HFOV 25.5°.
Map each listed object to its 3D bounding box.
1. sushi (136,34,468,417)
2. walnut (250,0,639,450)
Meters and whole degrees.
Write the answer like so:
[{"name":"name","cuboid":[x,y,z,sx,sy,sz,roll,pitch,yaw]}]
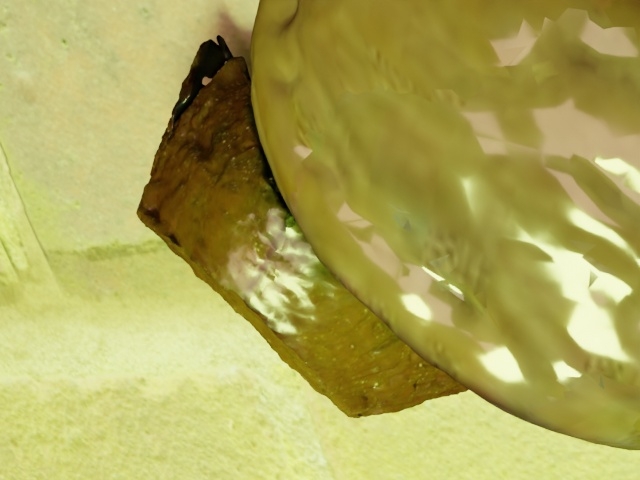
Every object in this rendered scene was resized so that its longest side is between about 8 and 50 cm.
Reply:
[{"name":"sushi","cuboid":[0.000,0.001,0.893,0.287,0.140,0.149,43,168,5]},{"name":"walnut","cuboid":[0.127,-0.067,0.670,0.344,0.306,0.306,36,130,2]}]
